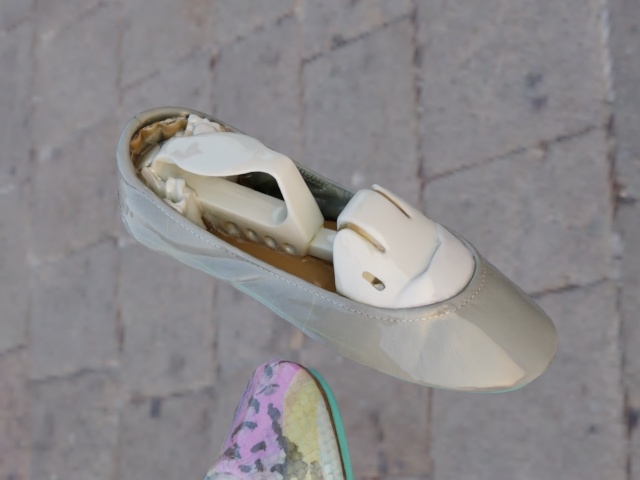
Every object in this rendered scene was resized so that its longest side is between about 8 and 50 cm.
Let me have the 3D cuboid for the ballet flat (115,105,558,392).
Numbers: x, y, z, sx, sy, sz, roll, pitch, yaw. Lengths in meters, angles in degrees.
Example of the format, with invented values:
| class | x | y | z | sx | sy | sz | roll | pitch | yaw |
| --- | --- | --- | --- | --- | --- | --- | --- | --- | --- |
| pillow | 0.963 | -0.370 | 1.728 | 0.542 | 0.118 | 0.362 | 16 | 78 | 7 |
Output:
| class | x | y | z | sx | sy | sz | roll | pitch | yaw |
| --- | --- | --- | --- | --- | --- | --- | --- | --- | --- |
| ballet flat | 0.000 | 0.000 | 0.708 | 0.213 | 0.072 | 0.068 | 23 | 142 | 24 |

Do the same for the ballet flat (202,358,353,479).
| class | x | y | z | sx | sy | sz | roll | pitch | yaw |
| --- | --- | --- | --- | --- | --- | --- | --- | --- | --- |
| ballet flat | -0.026 | 0.160 | 0.662 | 0.077 | 0.079 | 0.221 | 9 | 104 | 57 |
